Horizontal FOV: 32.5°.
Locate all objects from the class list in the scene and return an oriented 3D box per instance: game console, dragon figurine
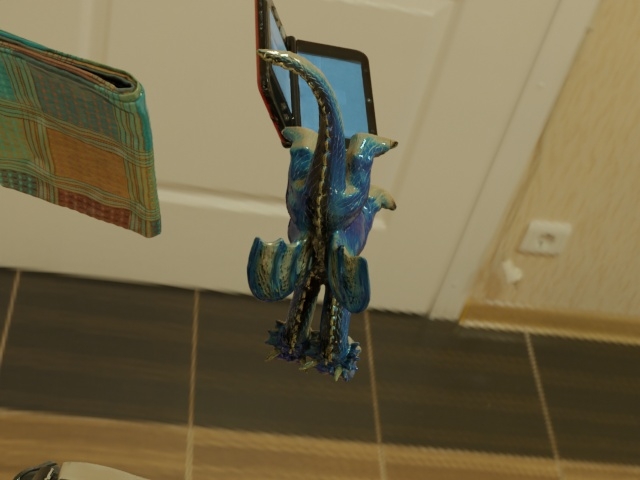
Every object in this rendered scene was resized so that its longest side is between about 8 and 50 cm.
[{"bbox_3d":[-0.004,-0.160,1.021,0.085,0.124,0.144,-12,51,10],"label":"game console"},{"bbox_3d":[0.000,0.000,0.766,0.085,0.289,0.144,9,63,8],"label":"dragon figurine"}]

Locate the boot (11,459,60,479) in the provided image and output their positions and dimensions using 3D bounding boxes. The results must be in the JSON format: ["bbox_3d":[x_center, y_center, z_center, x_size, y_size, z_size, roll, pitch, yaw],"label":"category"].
[{"bbox_3d":[-0.457,0.423,1.872,0.099,0.045,0.121,25,21,25],"label":"boot"}]

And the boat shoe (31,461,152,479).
[{"bbox_3d":[-0.095,0.301,0.935,0.340,0.127,0.158,10,34,-7],"label":"boat shoe"}]

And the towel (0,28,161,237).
[{"bbox_3d":[-0.352,-0.138,1.508,0.271,0.370,0.040,19,61,7],"label":"towel"}]
